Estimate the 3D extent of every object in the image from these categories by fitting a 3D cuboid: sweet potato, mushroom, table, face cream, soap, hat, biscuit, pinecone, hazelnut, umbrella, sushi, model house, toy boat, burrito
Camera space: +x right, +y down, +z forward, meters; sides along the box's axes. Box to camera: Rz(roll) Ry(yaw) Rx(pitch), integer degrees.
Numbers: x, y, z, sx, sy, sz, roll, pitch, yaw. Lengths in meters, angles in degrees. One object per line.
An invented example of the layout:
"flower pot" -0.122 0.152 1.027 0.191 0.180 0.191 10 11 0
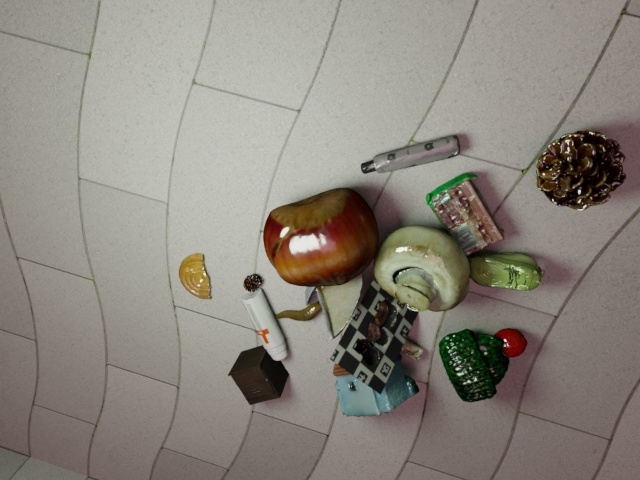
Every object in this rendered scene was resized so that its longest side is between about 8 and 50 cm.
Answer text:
"sweet potato" -0.083 0.316 1.814 0.250 0.059 0.069 -18 89 22
"mushroom" 0.352 0.111 1.500 0.353 0.260 0.352 21 142 18
"table" -0.276 0.609 1.919 0.169 0.172 0.193 -21 108 19
"face cream" -0.235 0.376 1.846 0.102 0.102 0.345 -16 108 18
"soap" 0.504 -0.079 1.489 0.218 0.098 0.273 -31 104 22
"hat" 0.646 0.458 1.640 0.333 0.242 0.274 -24 120 7
"biscuit" -0.552 0.158 1.850 0.145 0.033 0.224 3 114 10
"pinecone" 0.779 -0.208 1.299 0.257 0.243 0.243 -26 112 -22
"hazelnut" 0.000 0.000 1.482 0.410 0.359 0.359 -22 108 24
"umbrella" 0.303 -0.287 1.455 0.338 0.067 0.073 -11 100 17
"sushi" 0.189 0.352 1.640 0.296 0.372 0.100 42 156 -27
"model house" 0.193 0.539 1.791 0.295 0.252 0.329 -26 84 44
"toy boat" 0.072 0.195 1.620 0.111 0.293 0.276 33 96 -40
"burrito" 0.324 0.422 1.766 0.226 0.060 0.086 33 79 -3
"pinecone" -0.284 0.179 1.782 0.083 0.077 0.077 -20 109 9

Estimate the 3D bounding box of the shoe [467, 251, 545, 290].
"shoe" 0.659 0.112 1.531 0.262 0.128 0.139 11 109 39
